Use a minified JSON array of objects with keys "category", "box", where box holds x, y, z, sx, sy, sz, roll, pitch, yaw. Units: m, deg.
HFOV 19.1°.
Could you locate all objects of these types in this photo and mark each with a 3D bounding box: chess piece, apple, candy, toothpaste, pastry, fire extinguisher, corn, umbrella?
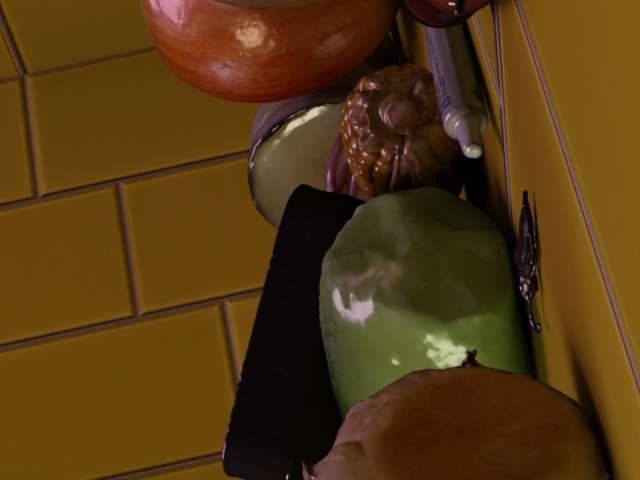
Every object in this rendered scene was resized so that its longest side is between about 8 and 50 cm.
[{"category":"chess piece","box":[0.011,-0.161,1.944,0.330,0.182,0.182,-94,-6,-50]},{"category":"apple","box":[-0.050,-0.265,1.739,0.286,0.233,0.286,-9,-90,-87]},{"category":"candy","box":[0.089,0.118,1.313,0.343,0.142,0.132,79,-153,-44]},{"category":"toothpaste","box":[0.083,-0.127,1.231,0.048,0.029,0.197,82,180,-49]},{"category":"pastry","box":[0.078,0.133,0.997,0.166,0.166,0.088,-102,6,-54]},{"category":"fire extinguisher","box":[0.069,-0.142,0.982,0.177,0.050,0.062,-122,41,-87]},{"category":"corn","box":[0.065,-0.064,1.411,0.091,0.091,0.260,47,175,11]},{"category":"umbrella","box":[0.119,0.010,1.100,0.122,0.013,0.022,79,167,-46]}]

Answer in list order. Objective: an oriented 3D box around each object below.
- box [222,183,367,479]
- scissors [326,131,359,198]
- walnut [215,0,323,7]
[{"category":"box","box":[0.029,0.086,1.433,0.350,0.058,0.211,26,-104,-69]},{"category":"scissors","box":[0.000,0.000,1.424,0.085,0.022,0.176,80,-154,-57]},{"category":"walnut","box":[-0.017,-0.231,0.933,0.141,0.204,0.238,3,117,57]}]
